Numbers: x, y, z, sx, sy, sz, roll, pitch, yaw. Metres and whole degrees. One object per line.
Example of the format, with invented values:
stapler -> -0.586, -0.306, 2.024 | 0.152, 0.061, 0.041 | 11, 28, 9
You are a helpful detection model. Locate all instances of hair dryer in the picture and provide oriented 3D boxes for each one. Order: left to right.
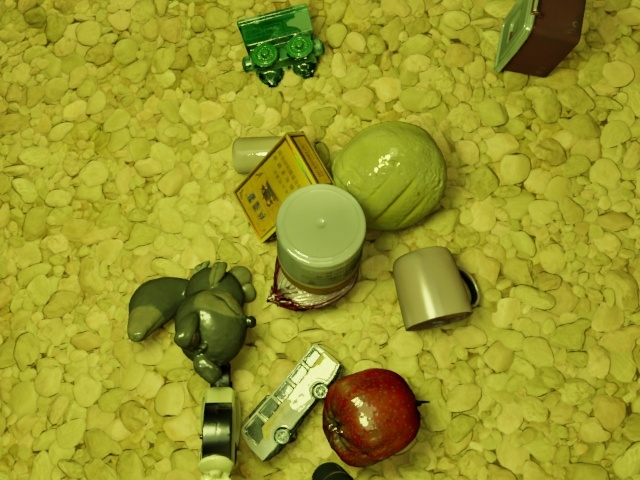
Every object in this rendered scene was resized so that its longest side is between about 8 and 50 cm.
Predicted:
hair dryer -> 0.104, 0.764, 1.739 | 0.107, 0.189, 0.352 | -32, 98, -12

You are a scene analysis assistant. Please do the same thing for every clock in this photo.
clock -> -0.272, 0.511, 1.743 | 0.120, 0.379, 0.276 | 1, 102, -4

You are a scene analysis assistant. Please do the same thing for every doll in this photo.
doll -> -0.363, 0.240, 1.829 | 0.379, 0.382, 0.252 | -20, 115, 18

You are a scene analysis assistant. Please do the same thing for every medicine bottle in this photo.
medicine bottle -> -0.138, -0.263, 2.003 | 0.252, 0.114, 0.114 | -2, 77, 7
medicine bottle -> 0.000, 0.000, 1.751 | 0.238, 0.232, 0.238 | 1, 68, -2

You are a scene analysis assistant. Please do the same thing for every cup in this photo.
cup -> 0.333, 0.130, 1.836 | 0.253, 0.191, 0.200 | -4, 71, -25

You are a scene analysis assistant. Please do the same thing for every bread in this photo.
bread -> 0.198, -0.178, 1.850 | 0.320, 0.320, 0.237 | -24, 56, 0

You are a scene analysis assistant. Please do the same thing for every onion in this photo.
onion -> -0.037, 0.109, 1.894 | 0.283, 0.120, 0.227 | -33, 69, -14

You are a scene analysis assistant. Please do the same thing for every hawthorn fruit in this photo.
hawthorn fruit -> 0.162, 0.467, 1.748 | 0.300, 0.254, 0.254 | -2, 75, -23

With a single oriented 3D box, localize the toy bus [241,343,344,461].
toy bus -> -0.076, 0.454, 1.835 | 0.138, 0.097, 0.342 | 40, 84, 16

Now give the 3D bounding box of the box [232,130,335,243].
box -> -0.112, -0.149, 1.897 | 0.301, 0.084, 0.193 | -40, 73, 40

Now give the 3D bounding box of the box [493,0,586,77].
box -> 0.641, -0.608, 1.917 | 0.167, 0.294, 0.193 | 15, 79, -1

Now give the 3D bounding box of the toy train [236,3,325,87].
toy train -> -0.124, -0.612, 2.070 | 0.266, 0.145, 0.202 | -14, 72, 3
